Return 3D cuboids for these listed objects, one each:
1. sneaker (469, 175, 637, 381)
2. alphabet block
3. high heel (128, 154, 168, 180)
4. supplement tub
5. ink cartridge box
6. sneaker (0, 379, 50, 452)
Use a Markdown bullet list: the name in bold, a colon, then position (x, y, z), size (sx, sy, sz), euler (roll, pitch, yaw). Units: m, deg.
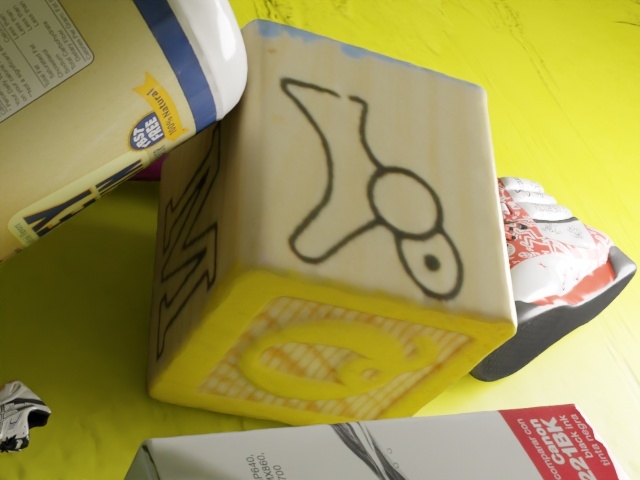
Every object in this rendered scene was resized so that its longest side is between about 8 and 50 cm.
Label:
- **sneaker**: position (0.157, 0.025, 0.984), size (0.145, 0.090, 0.270), euler (44, 35, 21)
- **alphabet block**: position (0.000, 0.000, 0.782), size (0.192, 0.193, 0.197), euler (13, 54, -20)
- **high heel**: position (-0.076, -0.046, 0.949), size (0.377, 0.181, 0.127), euler (35, 0, -18)
- **supplement tub**: position (-0.226, -0.093, 0.652), size (0.316, 0.228, 0.228), euler (-35, 63, -9)
- **ink cartridge box**: position (0.015, 0.194, 0.587), size (0.273, 0.197, 0.114), euler (1, 43, -34)
- **sneaker**: position (-0.194, 0.115, 0.684), size (0.037, 0.032, 0.083), euler (34, 37, 8)
